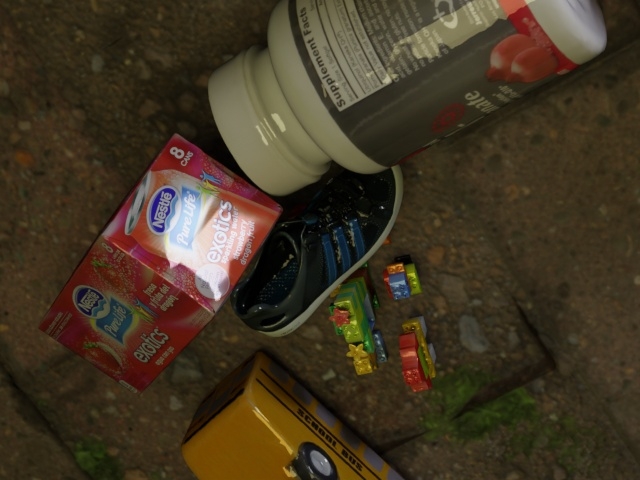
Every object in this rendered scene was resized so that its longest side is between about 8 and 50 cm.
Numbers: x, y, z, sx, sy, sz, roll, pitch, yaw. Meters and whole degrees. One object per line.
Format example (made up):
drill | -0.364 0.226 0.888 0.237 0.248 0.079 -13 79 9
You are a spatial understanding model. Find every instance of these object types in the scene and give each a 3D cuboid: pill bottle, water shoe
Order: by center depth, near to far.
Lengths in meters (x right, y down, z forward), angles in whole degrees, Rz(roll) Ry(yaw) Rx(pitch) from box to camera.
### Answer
pill bottle | 0.067 -0.165 1.439 0.318 0.176 0.176 -28 107 22
water shoe | 0.000 0.000 1.518 0.073 0.080 0.203 36 91 27

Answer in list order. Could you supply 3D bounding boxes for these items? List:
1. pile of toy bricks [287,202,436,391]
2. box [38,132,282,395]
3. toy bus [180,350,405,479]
pile of toy bricks | 0.033 0.059 1.591 0.118 0.105 0.212 -13 111 17
box | -0.151 0.028 1.537 0.122 0.128 0.257 36 151 -5
toy bus | 0.017 0.272 1.682 0.332 0.130 0.108 43 115 -10
